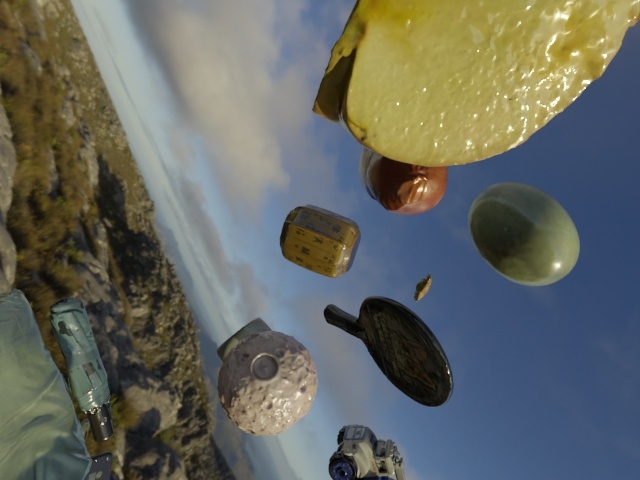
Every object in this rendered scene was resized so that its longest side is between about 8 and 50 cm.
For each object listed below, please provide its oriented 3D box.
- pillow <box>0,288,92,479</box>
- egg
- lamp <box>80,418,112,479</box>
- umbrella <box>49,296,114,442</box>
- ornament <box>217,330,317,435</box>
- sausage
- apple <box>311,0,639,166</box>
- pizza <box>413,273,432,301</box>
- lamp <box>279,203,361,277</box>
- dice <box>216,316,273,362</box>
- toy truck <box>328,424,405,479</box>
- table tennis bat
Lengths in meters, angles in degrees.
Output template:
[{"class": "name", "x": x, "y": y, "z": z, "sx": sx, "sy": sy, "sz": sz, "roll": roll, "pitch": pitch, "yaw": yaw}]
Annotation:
[{"class": "pillow", "x": -0.402, "y": 0.221, "z": 0.444, "sx": 0.283, "sy": 0.138, "sz": 0.310, "roll": -18, "pitch": 87, "yaw": -83}, {"class": "egg", "x": 0.574, "y": -0.025, "z": 1.185, "sx": 0.258, "sy": 0.259, "sz": 0.352, "roll": 83, "pitch": -16, "yaw": -45}, {"class": "lamp", "x": -0.729, "y": 0.690, "z": 1.220, "sx": 0.283, "sy": 0.124, "sz": 0.203, "roll": 5, "pitch": -92, "yaw": 46}, {"class": "umbrella", "x": -0.390, "y": 0.215, "z": 0.677, "sx": 0.053, "sy": 0.052, "sz": 0.250, "roll": -151, "pitch": -131, "yaw": -81}, {"class": "ornament", "x": -0.132, "y": 0.359, "z": 1.050, "sx": 0.259, "sy": 0.259, "sz": 0.225, "roll": 56, "pitch": -18, "yaw": 29}, {"class": "sausage", "x": 0.139, "y": -0.121, "z": 0.731, "sx": 0.258, "sy": 0.133, "sz": 0.133, "roll": -113, "pitch": -174, "yaw": -65}, {"class": "apple", "x": 0.127, "y": -0.243, "z": 0.414, "sx": 0.314, "sy": 0.252, "sz": 0.309, "roll": 44, "pitch": -51, "yaw": 31}, {"class": "pizza", "x": 0.407, "y": 0.188, "z": 1.638, "sx": 0.036, "sy": 0.099, "sz": 0.160, "roll": 38, "pitch": -19, "yaw": 25}, {"class": "lamp", "x": 0.000, "y": 0.000, "z": 1.024, "sx": 0.185, "sy": 0.161, "sz": 0.161, "roll": 19, "pitch": -32, "yaw": 10}, {"class": "dice", "x": -0.232, "y": 0.394, "z": 1.420, "sx": 0.193, "sy": 0.192, "sz": 0.194, "roll": 51, "pitch": -19, "yaw": 7}, {"class": "toy truck", "x": 0.128, "y": 0.596, "z": 1.070, "sx": 0.161, "sy": 0.177, "sz": 0.213, "roll": -34, "pitch": 110, "yaw": -72}, {"class": "table tennis bat", "x": 0.079, "y": 0.131, "z": 0.542, "sx": 0.236, "sy": 0.027, "sz": 0.150, "roll": 15, "pitch": -54, "yaw": 56}]
